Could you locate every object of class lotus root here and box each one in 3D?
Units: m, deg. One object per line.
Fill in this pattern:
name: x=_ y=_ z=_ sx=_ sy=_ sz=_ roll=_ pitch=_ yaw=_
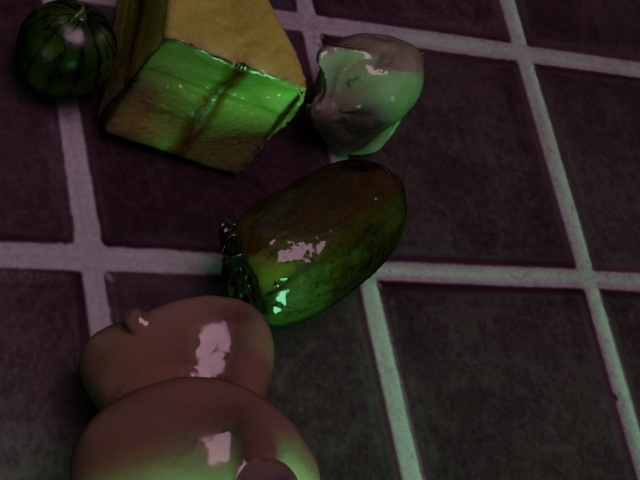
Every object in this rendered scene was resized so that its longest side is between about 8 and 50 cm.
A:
lotus root: x=0.000 y=0.000 z=1.480 sx=0.123 sy=0.124 sz=0.241 roll=44 pitch=50 yaw=17

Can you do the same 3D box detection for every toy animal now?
toy animal: x=-0.112 y=0.158 z=1.269 sx=0.229 sy=0.210 sz=0.221 roll=4 pitch=65 yaw=-70

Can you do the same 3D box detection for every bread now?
bread: x=-0.111 y=-0.226 z=1.514 sx=0.163 sy=0.168 sz=0.264 roll=19 pitch=54 yaw=-24

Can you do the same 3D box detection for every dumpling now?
dumpling: x=0.046 y=-0.159 z=1.610 sx=0.118 sy=0.136 sz=0.199 roll=34 pitch=17 yaw=34

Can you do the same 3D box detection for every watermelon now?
watermelon: x=-0.245 y=-0.190 z=1.448 sx=0.109 sy=0.109 sz=0.109 roll=15 pitch=57 yaw=-25
